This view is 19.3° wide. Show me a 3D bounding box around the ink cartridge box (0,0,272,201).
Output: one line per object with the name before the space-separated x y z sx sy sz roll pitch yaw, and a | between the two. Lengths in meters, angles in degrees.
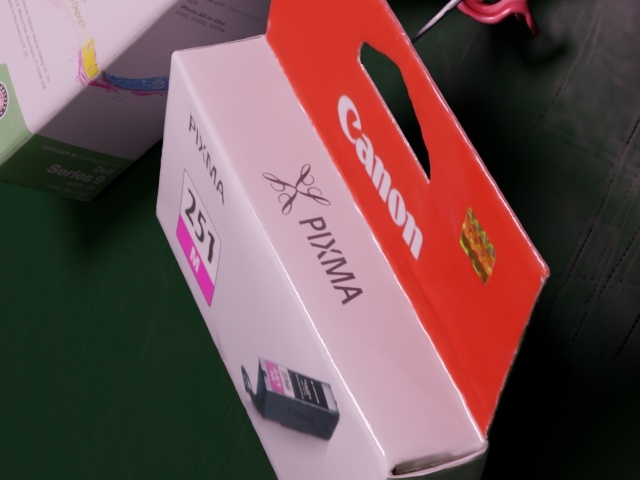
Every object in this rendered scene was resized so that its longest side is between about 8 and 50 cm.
ink cartridge box | -0.119 -0.147 1.101 0.212 0.093 0.154 -40 55 30

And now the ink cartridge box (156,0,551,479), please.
ink cartridge box | 0.000 0.000 0.889 0.239 0.060 0.275 100 149 -49

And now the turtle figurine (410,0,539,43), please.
turtle figurine | 0.088 -0.200 0.905 0.175 0.118 0.234 40 90 24
